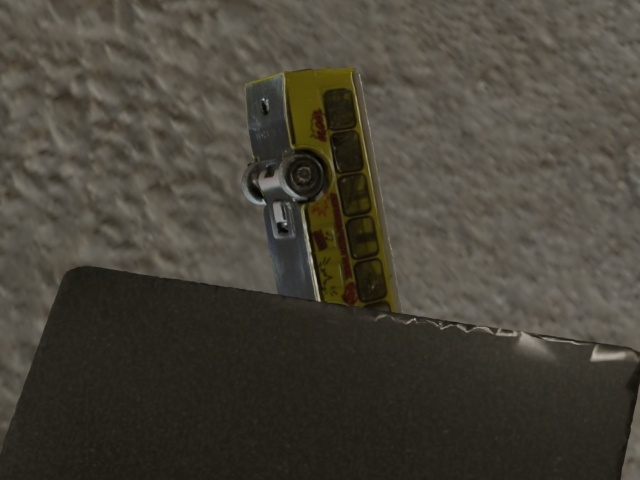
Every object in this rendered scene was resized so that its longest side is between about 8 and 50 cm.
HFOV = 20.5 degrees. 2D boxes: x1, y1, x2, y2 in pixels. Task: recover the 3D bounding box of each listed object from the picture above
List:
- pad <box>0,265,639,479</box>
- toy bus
[{"bbox_3d":[-0.010,0.083,0.587,0.211,0.143,0.003,9,154,17],"label":"pad"},{"bbox_3d":[0.000,0.000,1.177,0.074,0.081,0.226,-12,91,-26],"label":"toy bus"}]
